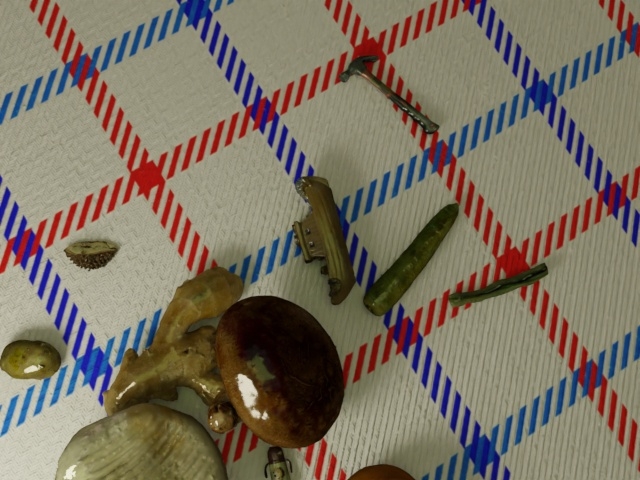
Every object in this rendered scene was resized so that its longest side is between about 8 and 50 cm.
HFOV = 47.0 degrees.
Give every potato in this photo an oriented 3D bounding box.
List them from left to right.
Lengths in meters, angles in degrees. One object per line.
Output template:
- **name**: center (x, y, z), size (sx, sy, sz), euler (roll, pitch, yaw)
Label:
- **potato**: center (-0.664, 0.273, 1.678), size (0.137, 0.070, 0.092), euler (4, 77, -4)

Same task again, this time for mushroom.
- **mushroom**: center (-0.081, 0.285, 1.619), size (0.239, 0.345, 0.345), euler (3, 74, 37)

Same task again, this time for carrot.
- **carrot**: center (0.234, 0.040, 1.809), size (0.074, 0.074, 0.358), euler (41, 75, 4)

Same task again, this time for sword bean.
- **sword bean**: center (0.442, 0.115, 1.825), size (0.269, 0.038, 0.043), euler (-17, 86, -7)

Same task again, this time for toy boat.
- **toy boat**: center (0.000, 0.000, 1.786), size (0.121, 0.089, 0.321), euler (-14, 81, -2)

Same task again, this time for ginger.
- **ginger**: center (-0.329, 0.250, 1.689), size (0.347, 0.122, 0.363), euler (-5, 89, -15)

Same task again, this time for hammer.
- **hammer**: center (0.188, -0.373, 1.910), size (0.287, 0.033, 0.111), euler (42, 79, 4)

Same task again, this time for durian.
- **durian**: center (-0.549, 0.037, 1.763), size (0.130, 0.052, 0.066), euler (0, 40, -8)

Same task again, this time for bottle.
- **bottle**: center (-0.098, 0.523, 1.686), size (0.063, 0.047, 0.101), euler (-10, 77, -16)

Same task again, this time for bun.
- **bun**: center (-0.378, 0.530, 1.545), size (0.365, 0.219, 0.365), euler (14, 59, -24)

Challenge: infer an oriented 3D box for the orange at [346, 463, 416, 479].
- **orange**: center (0.135, 0.618, 1.622), size (0.240, 0.171, 0.240), euler (3, 78, -12)
